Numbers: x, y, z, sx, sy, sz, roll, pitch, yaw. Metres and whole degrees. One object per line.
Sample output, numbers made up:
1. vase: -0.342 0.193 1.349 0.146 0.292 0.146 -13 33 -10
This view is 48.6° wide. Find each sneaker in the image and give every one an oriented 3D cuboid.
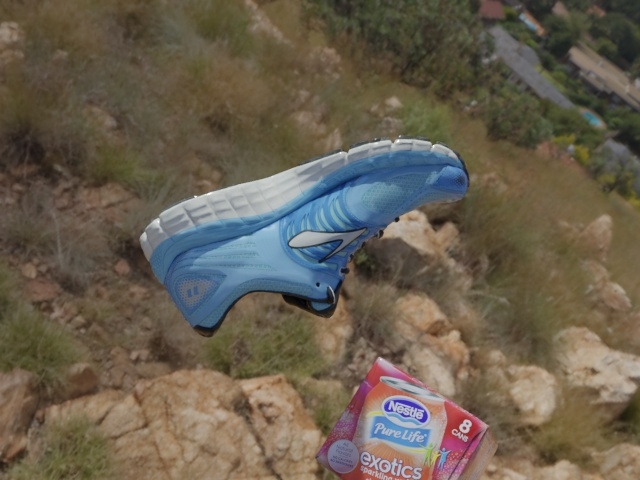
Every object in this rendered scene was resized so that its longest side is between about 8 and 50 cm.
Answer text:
1. sneaker: 0.000 0.000 0.347 0.162 0.063 0.073 -20 87 -11

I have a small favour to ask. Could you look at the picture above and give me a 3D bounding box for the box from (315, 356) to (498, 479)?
1. box: 0.107 0.230 0.775 0.128 0.122 0.257 30 -9 24
